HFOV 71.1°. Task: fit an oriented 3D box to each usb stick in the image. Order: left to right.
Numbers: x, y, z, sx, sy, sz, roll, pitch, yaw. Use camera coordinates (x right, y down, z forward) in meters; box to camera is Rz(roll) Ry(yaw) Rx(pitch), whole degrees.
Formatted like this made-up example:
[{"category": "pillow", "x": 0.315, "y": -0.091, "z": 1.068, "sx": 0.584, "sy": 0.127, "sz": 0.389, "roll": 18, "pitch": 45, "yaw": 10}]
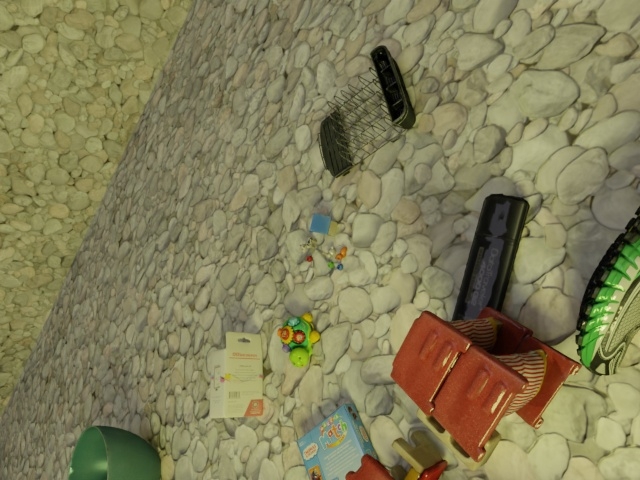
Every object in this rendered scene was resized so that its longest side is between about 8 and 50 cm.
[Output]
[{"category": "usb stick", "x": 0.281, "y": 0.056, "z": 0.753, "sx": 0.077, "sy": 0.045, "sz": 0.278, "roll": 15, "pitch": 88, "yaw": 39}]

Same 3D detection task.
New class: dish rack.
[{"category": "dish rack", "x": 0.086, "y": -0.281, "z": 1.033, "sx": 0.271, "sy": 0.074, "sz": 0.208, "roll": -31, "pitch": 56, "yaw": 35}]

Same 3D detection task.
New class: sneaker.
[{"category": "sneaker", "x": 0.435, "y": 0.034, "z": 0.543, "sx": 0.146, "sy": 0.134, "sz": 0.344, "roll": 34, "pitch": 113, "yaw": 25}]

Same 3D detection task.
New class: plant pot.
[{"category": "plant pot", "x": -0.597, "y": 0.699, "z": 1.332, "sx": 0.290, "sy": 0.195, "sz": 0.290, "roll": -15, "pitch": 68, "yaw": 42}]

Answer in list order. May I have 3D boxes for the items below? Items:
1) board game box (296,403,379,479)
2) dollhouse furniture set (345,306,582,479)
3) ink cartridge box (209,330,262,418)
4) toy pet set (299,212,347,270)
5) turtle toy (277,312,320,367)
[{"category": "board game box", "x": 0.046, "y": 0.455, "z": 0.871, "sx": 0.160, "sy": 0.039, "sz": 0.211, "roll": -47, "pitch": 50, "yaw": 25}, {"category": "dollhouse furniture set", "x": 0.177, "y": 0.285, "z": 0.642, "sx": 0.152, "sy": 0.201, "sz": 0.374, "roll": 38, "pitch": 114, "yaw": 41}, {"category": "ink cartridge box", "x": -0.207, "y": 0.332, "z": 1.110, "sx": 0.067, "sy": 0.115, "sz": 0.198, "roll": -21, "pitch": 63, "yaw": 40}, {"category": "toy pet set", "x": 0.000, "y": 0.000, "z": 1.039, "sx": 0.122, "sy": 0.065, "sz": 0.114, "roll": 11, "pitch": 86, "yaw": 46}, {"category": "turtle toy", "x": -0.054, "y": 0.229, "z": 1.022, "sx": 0.095, "sy": 0.066, "sz": 0.130, "roll": -46, "pitch": 50, "yaw": 26}]
